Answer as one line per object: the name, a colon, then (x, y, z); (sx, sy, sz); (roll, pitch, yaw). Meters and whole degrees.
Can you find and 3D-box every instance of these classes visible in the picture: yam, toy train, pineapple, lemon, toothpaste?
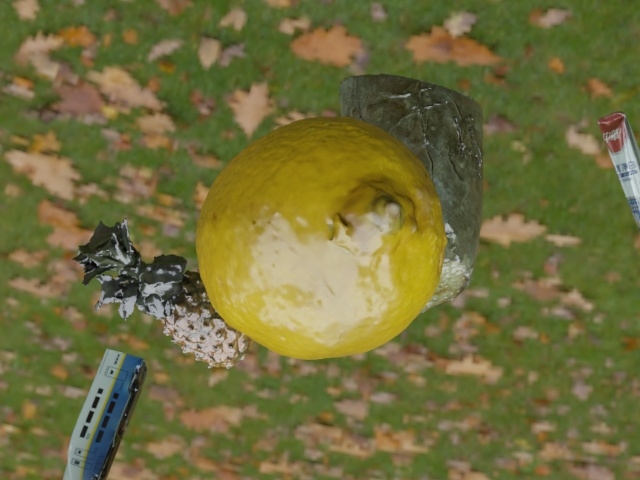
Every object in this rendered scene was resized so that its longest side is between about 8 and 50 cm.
yam: (0.092, -0.055, 1.391); (0.154, 0.254, 0.154); (2, 156, 1)
toy train: (-0.252, 0.236, 1.512); (0.051, 0.234, 0.052); (17, 158, 7)
pineapple: (-0.191, 0.065, 1.688); (0.125, 0.125, 0.251); (-18, 138, 42)
lemon: (0.000, 0.000, 1.061); (0.188, 0.188, 0.256); (24, 160, -22)
toothpaste: (0.440, -0.063, 1.892); (0.039, 0.239, 0.062); (-22, -178, -24)
